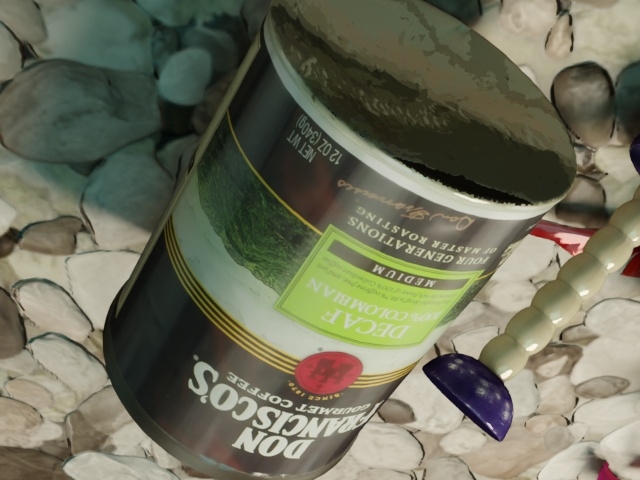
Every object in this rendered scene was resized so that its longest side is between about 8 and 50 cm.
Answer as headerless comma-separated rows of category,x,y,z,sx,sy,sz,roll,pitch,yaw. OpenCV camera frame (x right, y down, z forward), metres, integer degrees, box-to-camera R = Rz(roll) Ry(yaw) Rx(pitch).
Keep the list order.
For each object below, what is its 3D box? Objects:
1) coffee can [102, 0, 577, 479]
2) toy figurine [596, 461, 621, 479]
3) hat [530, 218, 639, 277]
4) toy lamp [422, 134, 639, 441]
coffee can,0.000,0.000,0.628,0.202,0.201,0.275,21,128,-17
toy figurine,0.334,0.219,0.905,0.173,0.130,0.159,-3,151,-30
hat,0.280,-0.006,0.708,0.183,0.208,0.173,61,155,-2
toy lamp,0.188,0.012,0.649,0.274,0.080,0.080,-47,123,-5
